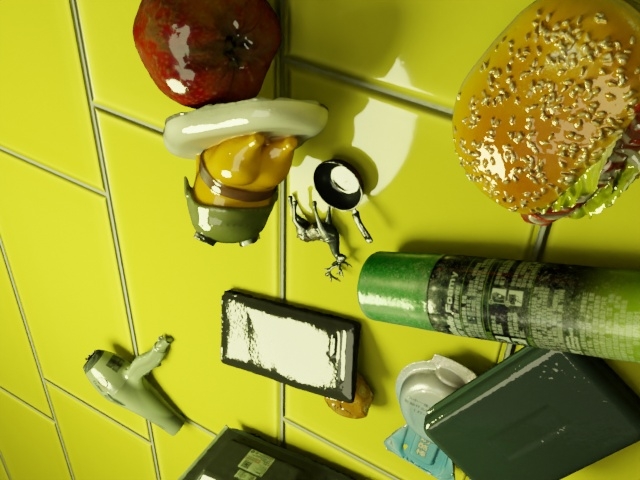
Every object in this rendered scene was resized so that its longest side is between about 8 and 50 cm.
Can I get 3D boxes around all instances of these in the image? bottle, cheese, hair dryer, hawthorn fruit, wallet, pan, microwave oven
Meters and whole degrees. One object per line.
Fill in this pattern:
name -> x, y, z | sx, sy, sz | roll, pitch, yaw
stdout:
bottle -> 0.198, 0.065, 0.830 | 0.330, 0.093, 0.093 | 5, 125, 35
cheese -> 0.157, 0.243, 1.035 | 0.135, 0.052, 0.245 | 28, 136, 20
hair dryer -> -0.312, 0.279, 1.432 | 0.225, 0.088, 0.219 | -17, 119, 28
hawthorn fruit -> -0.143, -0.231, 0.839 | 0.203, 0.162, 0.162 | 30, 139, 42
wallet -> -0.052, 0.154, 1.114 | 0.244, 0.025, 0.124 | 11, 105, 32
pan -> 0.036, -0.049, 0.915 | 0.068, 0.023, 0.115 | -19, 107, 44
microwave oven -> -0.070, 0.479, 1.305 | 0.295, 0.181, 0.237 | 15, 128, 29

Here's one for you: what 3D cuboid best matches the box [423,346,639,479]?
box -> 0.249, 0.212, 0.899 | 0.160, 0.050, 0.230 | 45, 122, -3

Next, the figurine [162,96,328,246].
figurine -> -0.088, -0.067, 0.851 | 0.250, 0.166, 0.141 | -8, 81, 61

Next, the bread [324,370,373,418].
bread -> 0.039, 0.223, 1.116 | 0.081, 0.046, 0.083 | 23, 133, 19

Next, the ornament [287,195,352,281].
ornament -> 0.000, 0.000, 0.983 | 0.073, 0.028, 0.125 | 1, 121, 37

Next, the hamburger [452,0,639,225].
hamburger -> 0.212, -0.113, 0.661 | 0.173, 0.116, 0.210 | 43, 138, 5
